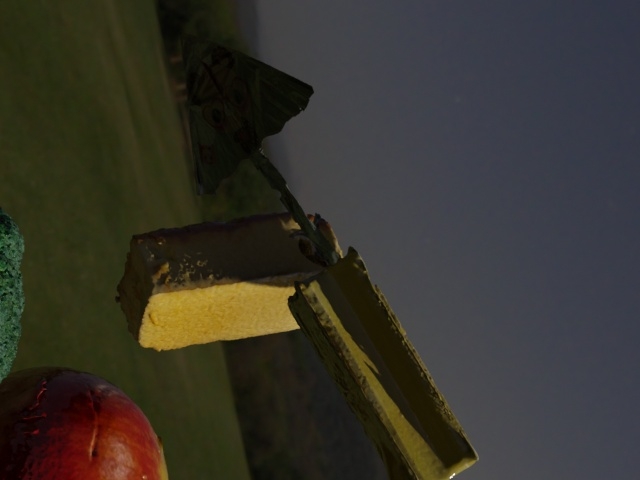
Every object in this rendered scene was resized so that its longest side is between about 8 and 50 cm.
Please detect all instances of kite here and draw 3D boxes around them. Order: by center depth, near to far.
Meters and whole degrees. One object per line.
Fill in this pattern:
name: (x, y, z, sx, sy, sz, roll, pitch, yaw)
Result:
kite: (-0.058, -0.081, 1.122, 0.250, 0.012, 0.229, 58, -36, 6)

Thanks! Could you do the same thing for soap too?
soap: (0.053, 0.130, 1.199, 0.233, 0.076, 0.135, 61, -10, 9)

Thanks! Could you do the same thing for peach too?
peach: (-0.375, 0.330, 1.667, 0.370, 0.370, 0.370, 168, -90, -87)

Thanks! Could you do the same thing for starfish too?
starfish: (-0.003, 0.005, 1.534, 0.133, 0.041, 0.130, 44, 9, -23)

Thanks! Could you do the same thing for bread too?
bread: (-0.117, 0.052, 1.650, 0.185, 0.274, 0.114, 118, -39, -57)

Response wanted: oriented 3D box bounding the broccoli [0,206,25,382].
broccoli: (-0.430, 0.071, 1.263, 0.254, 0.269, 0.269, -60, 140, -73)
